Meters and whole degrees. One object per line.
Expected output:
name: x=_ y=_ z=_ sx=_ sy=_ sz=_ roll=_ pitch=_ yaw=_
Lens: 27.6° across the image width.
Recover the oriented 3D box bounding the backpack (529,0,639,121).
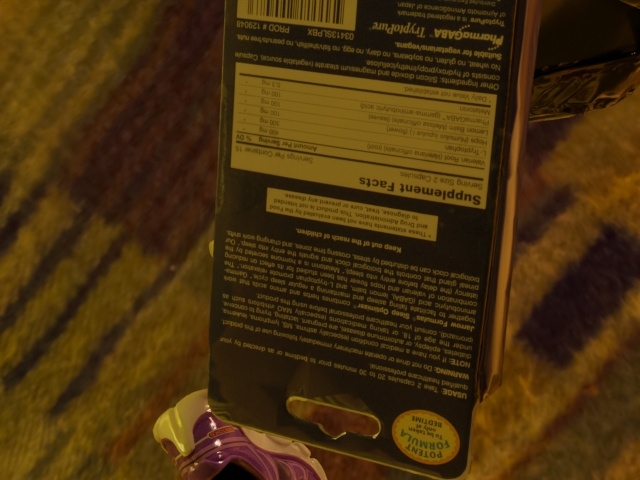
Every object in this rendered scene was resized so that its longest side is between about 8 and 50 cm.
backpack: x=0.193 y=-0.222 z=1.147 sx=0.263 sy=0.213 sz=0.276 roll=1 pitch=132 yaw=-36

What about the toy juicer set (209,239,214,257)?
toy juicer set: x=0.000 y=0.000 z=1.105 sx=0.089 sy=0.329 sz=0.209 roll=-14 pitch=64 yaw=-25

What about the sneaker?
sneaker: x=-0.045 y=0.157 z=0.810 sx=0.068 sy=0.071 sz=0.170 roll=-34 pitch=140 yaw=11

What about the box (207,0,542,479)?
box: x=0.018 y=-0.016 z=0.572 sx=0.136 sy=0.036 sz=0.225 roll=11 pitch=105 yaw=25
